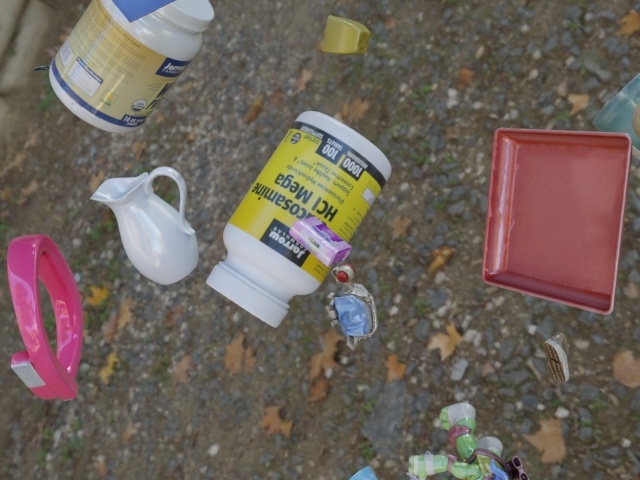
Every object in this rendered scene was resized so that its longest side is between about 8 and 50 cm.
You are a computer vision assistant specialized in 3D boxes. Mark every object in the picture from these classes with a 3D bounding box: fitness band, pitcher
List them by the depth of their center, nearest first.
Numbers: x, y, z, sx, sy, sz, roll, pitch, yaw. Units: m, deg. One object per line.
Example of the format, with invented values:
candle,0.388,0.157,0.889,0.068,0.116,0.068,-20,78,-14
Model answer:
fitness band,-0.397,0.115,1.162,0.291,0.054,0.209,94,170,-61
pitcher,-0.288,-0.030,1.437,0.177,0.207,0.125,-15,29,26

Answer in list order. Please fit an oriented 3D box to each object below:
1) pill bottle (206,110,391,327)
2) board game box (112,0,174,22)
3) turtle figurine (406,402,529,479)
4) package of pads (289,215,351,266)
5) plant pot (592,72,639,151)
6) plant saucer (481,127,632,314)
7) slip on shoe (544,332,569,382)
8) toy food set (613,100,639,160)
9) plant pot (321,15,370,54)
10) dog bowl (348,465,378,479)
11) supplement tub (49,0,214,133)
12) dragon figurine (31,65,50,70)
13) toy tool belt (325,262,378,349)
pill bottle,-0.042,-0.032,1.326,0.334,0.188,0.188,-58,30,-5
board game box,-0.194,-0.442,1.008,0.347,0.233,0.078,-10,43,38
turtle figurine,0.232,0.427,1.385,0.266,0.198,0.275,-61,-9,-67
package of pads,0.000,0.000,1.164,0.083,0.050,0.032,40,122,21
plant pot,0.756,-0.276,1.681,0.293,0.293,0.196,-45,76,28
plant saucer,0.365,-0.039,1.221,0.259,0.047,0.258,15,104,56
slip on shoe,0.507,0.249,1.680,0.041,0.135,0.051,-39,37,-19
toy food set,0.624,-0.220,1.417,0.192,0.132,0.038,-46,16,39
plant pot,0.064,-0.459,1.807,0.083,0.081,0.081,23,111,29
dog bowl,0.032,0.640,1.772,0.297,0.166,0.074,-45,67,-8
supplement tub,-0.387,-0.402,1.637,0.316,0.228,0.228,-45,35,26
dragon figurine,-0.561,-0.441,1.955,0.144,0.289,0.085,105,-178,-52
toy tool belt,0.031,0.072,0.866,0.052,0.083,0.051,-9,22,36
